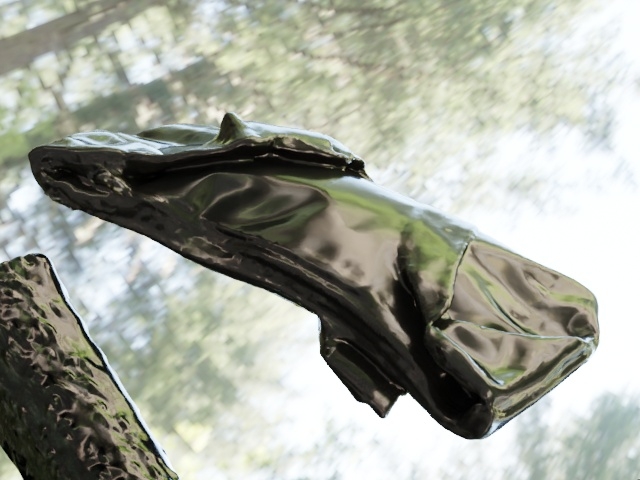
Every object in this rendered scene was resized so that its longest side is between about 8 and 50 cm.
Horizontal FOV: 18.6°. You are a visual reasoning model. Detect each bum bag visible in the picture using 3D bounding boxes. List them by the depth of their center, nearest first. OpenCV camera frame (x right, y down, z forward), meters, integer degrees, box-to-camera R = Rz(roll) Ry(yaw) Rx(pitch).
[{"bbox_3d":[0.000,0.000,0.834,0.248,0.123,0.060,31,-57,18],"label":"bum bag"}]

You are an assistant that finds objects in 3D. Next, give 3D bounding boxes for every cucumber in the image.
[{"bbox_3d":[-0.077,0.094,0.739,0.214,0.052,0.058,51,-59,34],"label":"cucumber"}]

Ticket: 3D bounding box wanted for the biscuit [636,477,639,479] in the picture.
[{"bbox_3d":[0.210,0.163,0.967,0.144,0.203,0.016,16,-64,18],"label":"biscuit"}]
